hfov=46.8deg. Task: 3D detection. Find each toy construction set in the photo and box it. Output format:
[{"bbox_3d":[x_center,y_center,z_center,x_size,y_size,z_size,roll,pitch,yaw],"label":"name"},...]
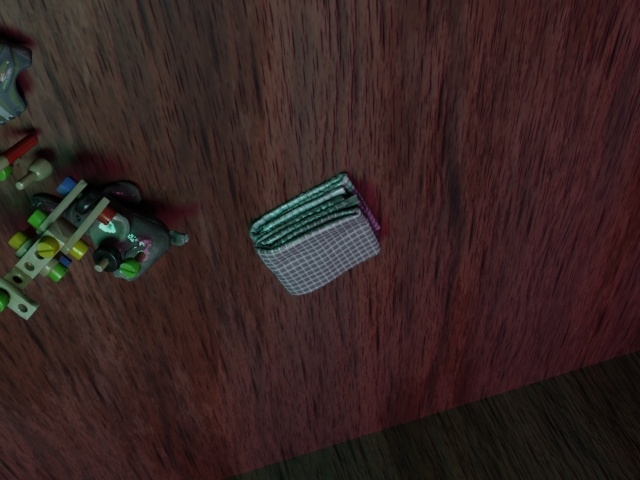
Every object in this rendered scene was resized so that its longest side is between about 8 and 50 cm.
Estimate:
[{"bbox_3d":[-0.535,-0.007,1.359,0.257,0.237,0.309,-10,119,27],"label":"toy construction set"}]

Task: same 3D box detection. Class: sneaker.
[{"bbox_3d":[-0.577,-0.224,1.279,0.121,0.111,0.300,-1,142,-36],"label":"sneaker"}]

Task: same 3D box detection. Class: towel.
[{"bbox_3d":[0.000,0.000,1.779,0.283,0.121,0.235,-27,141,6],"label":"towel"}]

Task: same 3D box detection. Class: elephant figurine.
[{"bbox_3d":[-0.435,-0.040,1.526,0.186,0.169,0.239,-46,126,-16],"label":"elephant figurine"}]
